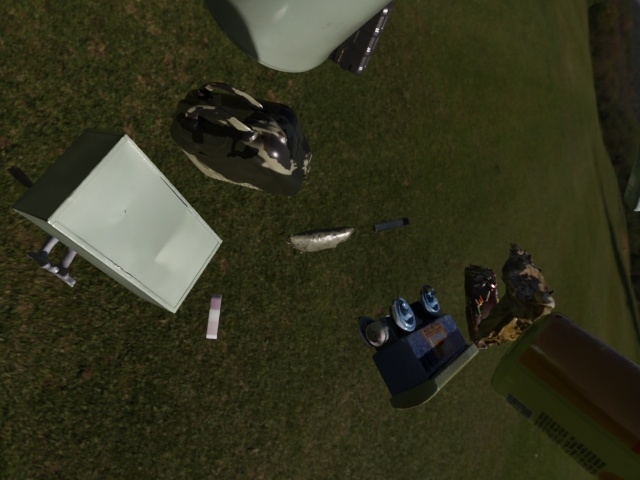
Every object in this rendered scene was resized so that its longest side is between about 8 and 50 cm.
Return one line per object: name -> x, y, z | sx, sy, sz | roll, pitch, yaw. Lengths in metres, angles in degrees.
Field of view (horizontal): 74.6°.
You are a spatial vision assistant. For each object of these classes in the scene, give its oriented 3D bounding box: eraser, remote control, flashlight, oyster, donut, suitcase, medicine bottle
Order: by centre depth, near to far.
medicine bottle -> 0.299, 0.182, 0.407 | 0.124, 0.239, 0.124 | -27, 137, -28
remote control -> 0.507, -0.110, 0.662 | 0.053, 0.018, 0.124 | -64, 153, -57
oyster -> 0.396, 0.133, 0.861 | 0.396, 0.111, 0.204 | -28, 139, -64
flashlight -> 0.155, -0.035, 0.928 | 0.083, 0.018, 0.018 | -13, 104, -17
eraser -> -0.261, 0.185, 1.030 | 0.026, 0.065, 0.105 | 7, 85, -10
suitcase -> 0.027, -0.591, 1.102 | 0.286, 0.206, 0.066 | 32, 47, 3
suitcase -> -0.219, -0.264, 1.113 | 0.339, 0.352, 0.193 | 63, 45, -67
donut -> 0.516, 0.206, 1.336 | 0.270, 0.103, 0.269 | -4, 90, -67

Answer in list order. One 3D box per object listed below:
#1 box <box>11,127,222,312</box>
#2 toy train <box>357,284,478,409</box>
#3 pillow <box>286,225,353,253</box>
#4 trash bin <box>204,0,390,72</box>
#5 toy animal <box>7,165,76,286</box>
box -> -0.247, -0.018, 0.556 | 0.129, 0.086, 0.225 | -61, 146, -23
toy train -> 0.205, 0.216, 0.894 | 0.300, 0.131, 0.201 | -6, 63, -54
pillow -> -0.001, 0.001, 1.448 | 0.241, 0.051, 0.093 | -9, 128, -16
trash bin -> 0.007, -0.444, 0.611 | 0.281, 0.432, 0.280 | 5, 82, -35
toy animal -> -0.465, -0.021, 0.805 | 0.081, 0.367, 0.205 | 93, 10, -62
